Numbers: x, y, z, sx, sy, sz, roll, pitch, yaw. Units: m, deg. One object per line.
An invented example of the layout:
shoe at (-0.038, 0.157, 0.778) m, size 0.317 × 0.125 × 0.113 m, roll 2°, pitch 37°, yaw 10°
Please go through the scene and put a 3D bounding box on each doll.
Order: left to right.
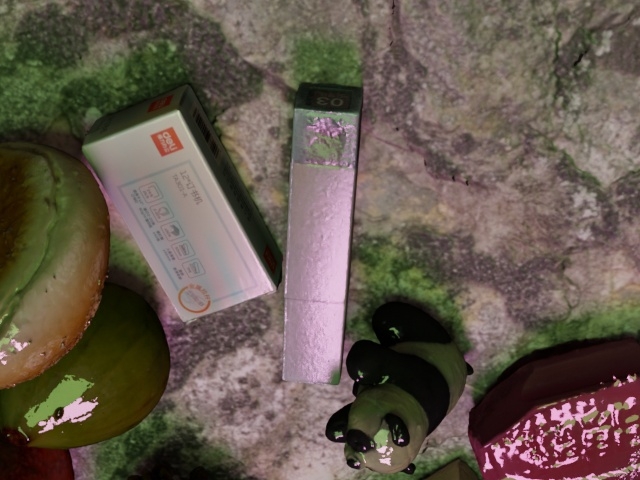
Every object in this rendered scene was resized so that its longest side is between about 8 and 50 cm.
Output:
doll at (0.091, 0.182, 1.563) m, size 0.135 × 0.234 × 0.143 m, roll 23°, pitch 126°, yaw 16°

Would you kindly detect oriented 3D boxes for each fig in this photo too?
fig at (-0.296, 0.166, 1.593) m, size 0.203 × 0.225 × 0.203 m, roll 18°, pitch 137°, yaw 18°

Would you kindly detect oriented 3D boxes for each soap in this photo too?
soap at (0.332, 0.225, 1.625) m, size 0.289 × 0.112 × 0.182 m, roll -15°, pitch 120°, yaw 13°

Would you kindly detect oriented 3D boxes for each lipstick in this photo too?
lipstick at (0.000, 0.000, 1.547) m, size 0.080 × 0.076 × 0.371 m, roll 4°, pitch 120°, yaw 3°

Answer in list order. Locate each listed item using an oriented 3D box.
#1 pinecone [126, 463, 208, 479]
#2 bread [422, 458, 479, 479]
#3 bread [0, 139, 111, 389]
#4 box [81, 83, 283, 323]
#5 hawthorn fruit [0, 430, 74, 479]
pinecone at (-0.163, 0.436, 1.740) m, size 0.292 × 0.246 × 0.246 m, roll 30°, pitch 119°, yaw -29°
bread at (0.162, 0.374, 1.744) m, size 0.152 × 0.077 × 0.105 m, roll -34°, pitch 109°, yaw 24°
bread at (-0.361, 0.034, 1.491) m, size 0.306 × 0.305 × 0.159 m, roll -23°, pitch 144°, yaw 17°
box at (-0.159, -0.038, 1.540) m, size 0.135 × 0.079 × 0.269 m, roll -20°, pitch 116°, yaw 17°
hawthorn fruit at (-0.444, 0.351, 1.696) m, size 0.265 × 0.265 × 0.307 m, roll -2°, pitch 126°, yaw 7°
